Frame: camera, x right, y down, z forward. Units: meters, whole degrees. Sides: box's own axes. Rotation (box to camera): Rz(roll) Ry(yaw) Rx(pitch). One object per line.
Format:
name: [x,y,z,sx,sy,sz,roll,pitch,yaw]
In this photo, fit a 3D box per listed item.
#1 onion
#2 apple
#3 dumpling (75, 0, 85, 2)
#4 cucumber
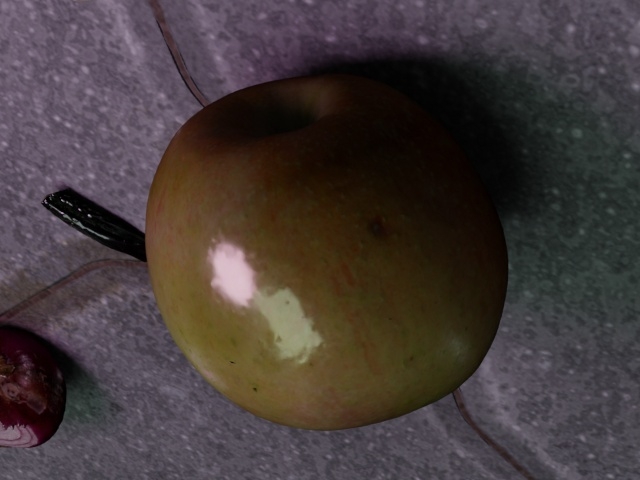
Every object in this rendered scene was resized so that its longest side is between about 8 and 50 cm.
onion: [-0.392,0.187,2.133,0.173,0.135,0.198,20,157,6]
apple: [0.000,0.000,1.515,0.319,0.319,0.277,2,132,30]
dumpling: [-0.175,-0.316,1.412,0.124,0.151,0.229,40,145,53]
cucumber: [-0.242,-0.015,1.868,0.135,0.034,0.033,32,138,-6]
